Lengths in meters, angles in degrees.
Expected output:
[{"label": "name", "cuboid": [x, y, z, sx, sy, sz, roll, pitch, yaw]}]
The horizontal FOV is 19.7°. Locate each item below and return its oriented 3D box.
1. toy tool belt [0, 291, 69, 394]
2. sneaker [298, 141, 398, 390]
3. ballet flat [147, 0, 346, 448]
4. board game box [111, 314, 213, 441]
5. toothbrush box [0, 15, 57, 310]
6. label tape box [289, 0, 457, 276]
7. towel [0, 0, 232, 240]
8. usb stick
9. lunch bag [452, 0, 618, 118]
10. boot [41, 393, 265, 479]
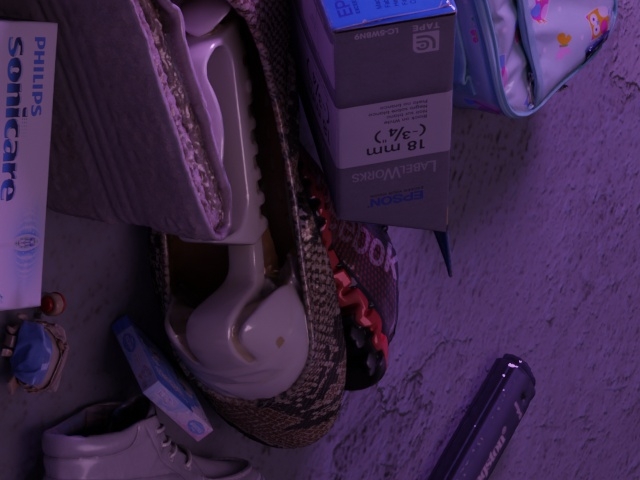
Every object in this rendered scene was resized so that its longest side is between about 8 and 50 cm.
[{"label": "toy tool belt", "cuboid": [-0.232, 0.083, 1.494, 0.051, 0.052, 0.083, 1, 99, -59]}, {"label": "sneaker", "cuboid": [0.000, 0.000, 1.720, 0.276, 0.097, 0.135, 64, 34, -24]}, {"label": "ballet flat", "cuboid": [-0.082, -0.015, 1.548, 0.182, 0.164, 0.483, -62, 147, -68]}, {"label": "board game box", "cuboid": [-0.137, 0.119, 1.591, 0.020, 0.090, 0.090, -36, 135, 5]}, {"label": "toothbrush box", "cuboid": [-0.335, -0.053, 1.276, 0.295, 0.126, 0.216, -5, 103, -51]}, {"label": "label tape box", "cuboid": [0.035, -0.147, 1.585, 0.106, 0.240, 0.333, -12, 141, -7]}, {"label": "towel", "cuboid": [-0.176, -0.130, 1.399, 0.049, 0.187, 0.282, -45, 132, -38]}, {"label": "usb stick", "cuboid": [0.157, 0.250, 2.011, 0.278, 0.045, 0.077, -58, 136, -23]}, {"label": "lunch bag", "cuboid": [0.195, -0.268, 1.868, 0.224, 0.108, 0.279, -44, 131, -34]}, {"label": "boot", "cuboid": [-0.139, 0.193, 1.603, 0.258, 0.095, 0.123, -12, 105, -53]}]
